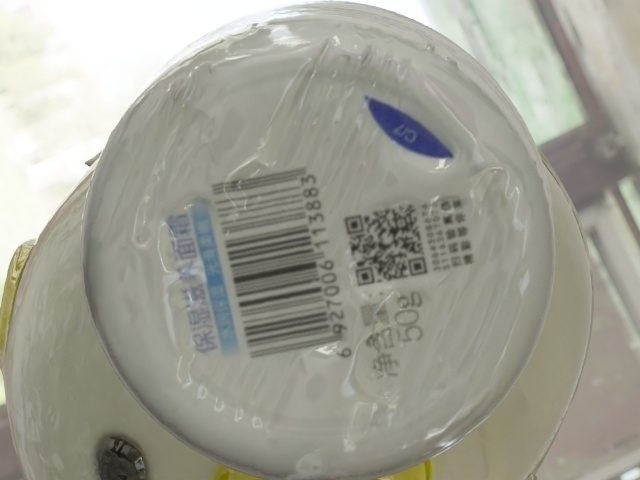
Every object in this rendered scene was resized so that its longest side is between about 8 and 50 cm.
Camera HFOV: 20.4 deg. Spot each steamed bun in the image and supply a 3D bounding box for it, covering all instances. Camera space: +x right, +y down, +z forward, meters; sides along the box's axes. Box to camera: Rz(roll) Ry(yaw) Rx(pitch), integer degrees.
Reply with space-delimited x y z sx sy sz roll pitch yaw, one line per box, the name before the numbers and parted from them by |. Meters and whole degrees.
steamed bun | -0.018 0.061 1.069 0.334 0.374 0.334 41 17 -15

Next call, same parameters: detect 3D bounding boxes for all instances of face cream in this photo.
face cream | 0.000 0.000 0.780 0.111 0.206 0.206 -79 145 -79
